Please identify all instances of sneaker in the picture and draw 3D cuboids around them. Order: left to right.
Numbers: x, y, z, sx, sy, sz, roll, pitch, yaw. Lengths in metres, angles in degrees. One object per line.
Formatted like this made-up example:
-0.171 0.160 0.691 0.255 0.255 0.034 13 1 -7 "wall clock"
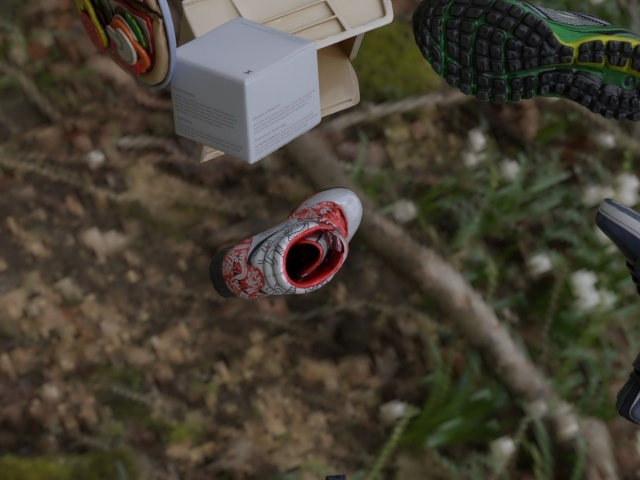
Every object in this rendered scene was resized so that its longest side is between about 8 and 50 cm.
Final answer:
0.000 0.001 2.058 0.270 0.145 0.090 -28 105 -41 "sneaker"
0.283 -0.245 2.146 0.146 0.344 0.134 -94 -159 -68 "sneaker"
0.311 0.082 1.552 0.226 0.163 0.086 42 9 -4 "sneaker"

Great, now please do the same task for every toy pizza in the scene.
-0.194 -0.224 1.471 0.201 0.032 0.201 47 -26 31 "toy pizza"

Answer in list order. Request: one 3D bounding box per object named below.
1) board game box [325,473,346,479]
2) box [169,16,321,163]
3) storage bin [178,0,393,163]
0.028 0.363 1.763 0.186 0.026 0.126 -101 -171 -49 "board game box"
-0.070 -0.140 1.502 0.101 0.102 0.087 23 -48 35 "box"
-0.051 -0.240 2.111 0.262 0.260 0.123 113 -46 -70 "storage bin"
